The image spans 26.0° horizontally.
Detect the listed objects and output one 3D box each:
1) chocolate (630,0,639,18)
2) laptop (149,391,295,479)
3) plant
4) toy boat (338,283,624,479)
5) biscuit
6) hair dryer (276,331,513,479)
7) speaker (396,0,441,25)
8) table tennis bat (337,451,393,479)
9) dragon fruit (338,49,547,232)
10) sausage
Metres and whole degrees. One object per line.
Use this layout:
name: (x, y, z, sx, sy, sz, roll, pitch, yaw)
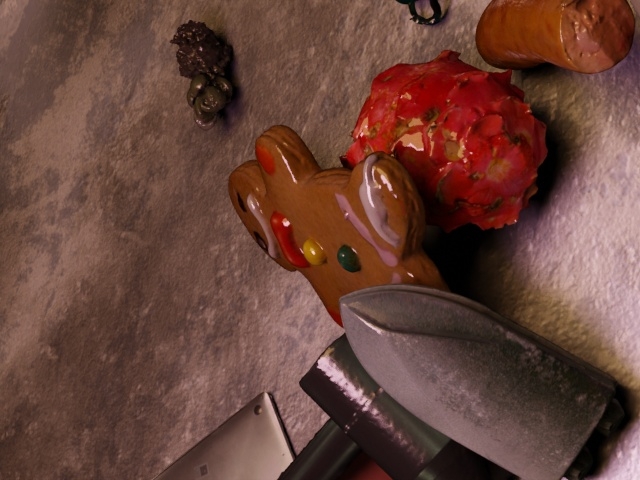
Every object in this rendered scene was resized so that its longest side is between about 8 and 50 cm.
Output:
chocolate: (0.416, -0.291, 1.381, 0.283, 0.186, 0.284, -11, 72, 39)
laptop: (-0.129, 0.344, 1.817, 0.269, 0.015, 0.188, -40, 57, 27)
plant: (-0.163, -0.236, 1.944, 0.085, 0.087, 0.174, 120, 143, -53)
toy boat: (0.159, 0.139, 1.457, 0.319, 0.092, 0.141, 29, 103, -3)
biscuit: (-0.001, 0.000, 1.631, 0.432, 0.064, 0.283, 19, 138, 55)
hair dryer: (0.057, 0.265, 1.598, 0.244, 0.116, 0.302, 46, 132, 11)
speaker: (0.122, -0.316, 1.723, 0.075, 0.060, 0.095, -21, 67, 37)
table tennis bat: (0.054, 0.335, 1.663, 0.138, 0.022, 0.247, 6, 82, 40)
dragon fruit: (0.130, -0.112, 1.582, 0.268, 0.205, 0.210, 2, 84, 50)
sausage: (0.242, -0.233, 1.506, 0.270, 0.108, 0.109, -157, 83, -75)
